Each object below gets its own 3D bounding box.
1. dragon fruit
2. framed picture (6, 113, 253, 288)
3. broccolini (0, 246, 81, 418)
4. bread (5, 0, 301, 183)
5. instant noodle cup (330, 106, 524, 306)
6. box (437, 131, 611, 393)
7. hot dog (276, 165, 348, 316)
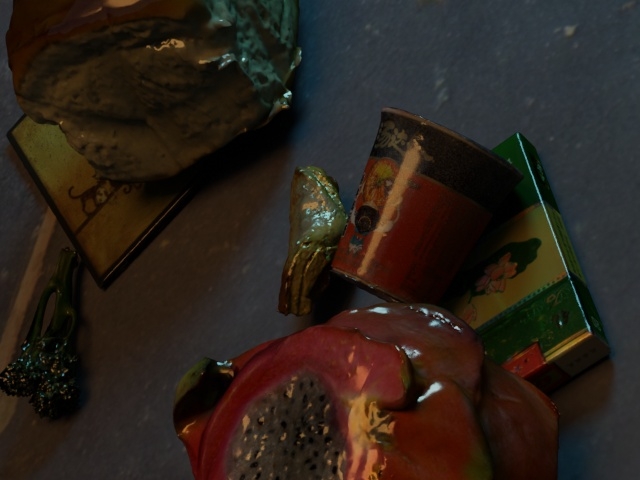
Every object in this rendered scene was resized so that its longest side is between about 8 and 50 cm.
[{"bbox_3d":[0.019,0.175,1.333,0.290,0.189,0.291,-25,53,39],"label":"dragon fruit"},{"bbox_3d":[-0.194,-0.125,1.956,0.255,0.014,0.339,-46,38,6],"label":"framed picture"},{"bbox_3d":[-0.255,0.075,1.809,0.058,0.074,0.201,-36,37,44],"label":"broccolini"},{"bbox_3d":[-0.162,-0.226,1.815,0.250,0.225,0.279,-22,42,29],"label":"bread"},{"bbox_3d":[0.074,-0.018,1.475,0.127,0.127,0.136,23,85,51],"label":"instant noodle cup"},{"bbox_3d":[0.139,0.031,1.485,0.132,0.034,0.235,-34,41,20],"label":"box"},{"bbox_3d":[0.001,0.001,1.621,0.078,0.061,0.169,107,171,-52],"label":"hot dog"}]
